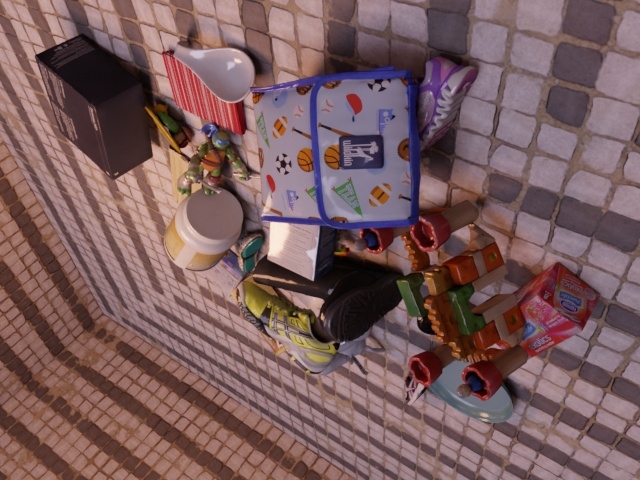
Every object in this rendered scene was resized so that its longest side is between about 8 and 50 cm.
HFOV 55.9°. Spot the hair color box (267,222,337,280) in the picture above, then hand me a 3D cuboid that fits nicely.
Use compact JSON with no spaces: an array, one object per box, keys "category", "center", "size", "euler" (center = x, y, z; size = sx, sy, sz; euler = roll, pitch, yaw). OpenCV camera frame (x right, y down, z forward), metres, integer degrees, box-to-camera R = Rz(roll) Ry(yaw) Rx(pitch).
[{"category":"hair color box","center":[-0.042,-0.081,1.663],"size":[0.174,0.105,0.347],"euler":[24,124,26]}]

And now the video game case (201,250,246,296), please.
[{"category":"video game case","center":[-0.424,0.085,2.425],"size":[0.269,0.061,0.244],"euler":[41,150,1]}]

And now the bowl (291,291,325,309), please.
[{"category":"bowl","center":[-0.042,0.171,2.119],"size":[0.142,0.053,0.142],"euler":[46,147,-7]}]

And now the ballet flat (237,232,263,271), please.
[{"category":"ballet flat","center":[-0.265,0.030,2.171],"size":[0.077,0.091,0.241],"euler":[56,150,21]}]

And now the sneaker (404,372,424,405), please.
[{"category":"sneaker","center":[0.331,0.513,2.128],"size":[0.077,0.072,0.178],"euler":[43,143,21]}]

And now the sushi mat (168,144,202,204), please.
[{"category":"sushi mat","center":[-0.487,-0.201,2.187],"size":[0.151,0.019,0.316],"euler":[34,147,12]}]

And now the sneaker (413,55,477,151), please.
[{"category":"sneaker","center":[0.228,-0.284,1.245],"size":[0.104,0.095,0.236],"euler":[41,144,15]}]

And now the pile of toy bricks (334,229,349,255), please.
[{"category":"pile of toy bricks","center":[0.000,0.000,1.842],"size":[0.212,0.118,0.105],"euler":[-3,158,31]}]

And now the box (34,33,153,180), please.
[{"category":"box","center":[-0.735,-0.434,1.993],"size":[0.312,0.179,0.343],"euler":[41,150,18]}]

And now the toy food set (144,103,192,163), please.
[{"category":"toy food set","center":[-0.471,-0.357,1.945],"size":[0.218,0.071,0.128],"euler":[54,171,-16]}]

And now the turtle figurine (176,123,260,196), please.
[{"category":"turtle figurine","center":[-0.324,-0.191,1.847],"size":[0.274,0.198,0.266],"euler":[48,142,-4]}]

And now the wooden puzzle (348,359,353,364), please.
[{"category":"wooden puzzle","center":[-0.006,0.403,2.369],"size":[0.239,0.044,0.221],"euler":[-1,129,48]}]

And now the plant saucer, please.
[{"category":"plant saucer","center":[0.468,0.458,1.919],"size":[0.318,0.043,0.317],"euler":[29,147,21]}]

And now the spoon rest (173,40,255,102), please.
[{"category":"spoon rest","center":[-0.284,-0.454,1.575],"size":[0.276,0.084,0.137],"euler":[29,109,23]}]

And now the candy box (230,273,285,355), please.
[{"category":"candy box","center":[-0.205,0.287,2.359],"size":[0.316,0.087,0.183],"euler":[52,148,2]}]

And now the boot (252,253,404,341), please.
[{"category":"boot","center":[-0.029,0.134,1.794],"size":[0.445,0.367,0.146],"euler":[18,111,34]}]

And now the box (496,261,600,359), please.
[{"category":"box","center":[0.520,0.179,1.445],"size":[0.128,0.122,0.257],"euler":[40,149,6]}]

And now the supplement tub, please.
[{"category":"supplement tub","center":[-0.406,-0.037,2.098],"size":[0.228,0.228,0.316],"euler":[44,148,-4]}]

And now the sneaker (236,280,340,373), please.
[{"category":"sneaker","center":[-0.099,0.248,1.916],"size":[0.385,0.145,0.147],"euler":[41,112,-5]}]

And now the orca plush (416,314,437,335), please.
[{"category":"orca plush","center":[0.377,0.256,1.714],"size":[0.287,0.102,0.151],"euler":[8,135,42]}]

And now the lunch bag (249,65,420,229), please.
[{"category":"lunch bag","center":[0.040,-0.196,1.318],"size":[0.386,0.239,0.327],"euler":[7,105,41]}]

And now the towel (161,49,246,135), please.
[{"category":"towel","center":[-0.331,-0.425,1.734],"size":[0.275,0.031,0.198],"euler":[27,146,24]}]

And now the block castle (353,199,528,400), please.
[{"category":"block castle","center":[0.278,0.145,1.447],"size":[0.303,0.213,0.453],"euler":[-6,107,61]}]

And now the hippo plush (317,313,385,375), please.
[{"category":"hippo plush","center":[0.068,0.320,2.006],"size":[0.294,0.234,0.236],"euler":[37,149,10]}]
